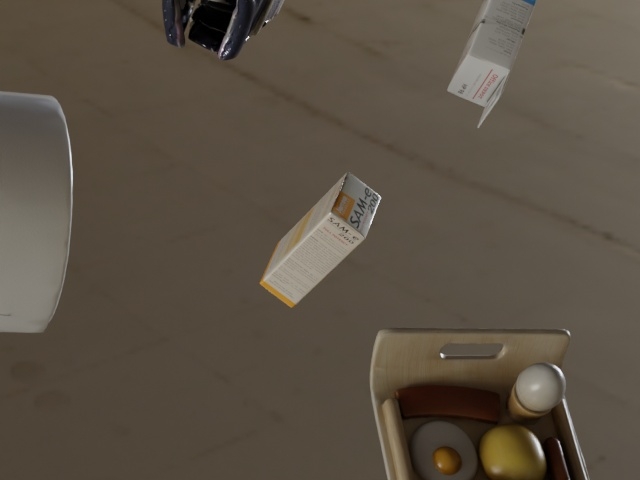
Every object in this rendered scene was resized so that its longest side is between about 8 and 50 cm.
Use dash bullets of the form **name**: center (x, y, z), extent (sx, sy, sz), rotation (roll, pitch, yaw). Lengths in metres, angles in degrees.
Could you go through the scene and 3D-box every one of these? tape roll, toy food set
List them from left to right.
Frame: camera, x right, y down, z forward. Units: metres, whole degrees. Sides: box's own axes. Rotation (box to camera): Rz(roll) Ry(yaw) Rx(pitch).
- **tape roll**: center (-0.375, -0.034, 1.449), extent (0.100, 0.286, 0.286), rotation (3, -157, -26)
- **toy food set**: center (0.183, 0.224, 1.205), extent (0.220, 0.092, 0.306), rotation (2, -127, -17)

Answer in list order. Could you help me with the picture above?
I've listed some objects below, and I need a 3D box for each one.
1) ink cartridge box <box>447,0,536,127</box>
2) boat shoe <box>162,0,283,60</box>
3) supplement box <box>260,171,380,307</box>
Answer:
- **ink cartridge box**: center (0.222, -0.250, 1.607), extent (0.060, 0.104, 0.180), rotation (23, -113, -2)
- **boat shoe**: center (-0.060, -0.322, 1.098), extent (0.127, 0.340, 0.158), rotation (14, -147, 5)
- **supplement box**: center (0.000, 0.000, 0.970), extent (0.036, 0.098, 0.062), rotation (38, -144, -11)
